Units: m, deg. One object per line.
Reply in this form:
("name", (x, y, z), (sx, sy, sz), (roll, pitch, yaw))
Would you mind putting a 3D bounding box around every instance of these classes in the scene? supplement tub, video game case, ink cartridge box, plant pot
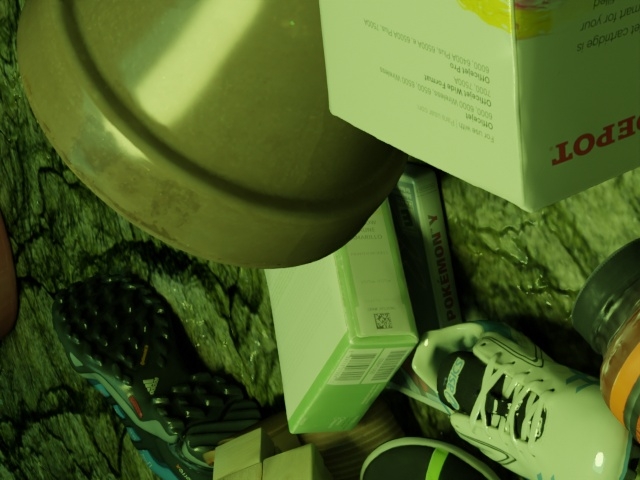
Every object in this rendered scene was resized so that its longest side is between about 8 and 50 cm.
("supplement tub", (0.215, 0.085, 0.847), (0.198, 0.106, 0.106), (48, 147, 33))
("video game case", (0.035, 0.022, 1.224), (0.201, 0.023, 0.183), (18, 125, 56))
("ink cartridge box", (0.105, -0.164, 0.797), (0.168, 0.171, 0.232), (32, 135, 50))
("plant pot", (-0.022, -0.150, 0.994), (0.263, 0.263, 0.229), (59, 135, 19))
("ink cartridge box", (0.000, 0.000, 1.185), (0.171, 0.056, 0.235), (118, 146, -59))

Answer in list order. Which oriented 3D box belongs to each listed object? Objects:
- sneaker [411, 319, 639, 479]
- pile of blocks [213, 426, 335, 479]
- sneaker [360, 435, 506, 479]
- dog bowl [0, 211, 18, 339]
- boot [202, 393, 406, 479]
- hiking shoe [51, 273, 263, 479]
("sneaker", (0.121, 0.103, 1.000), (0.237, 0.086, 0.085), (-152, 74, -71))
("pile of blocks", (-0.063, 0.281, 1.301), (0.112, 0.149, 0.362), (-90, 25, -56))
("sneaker", (0.103, 0.215, 1.126), (0.235, 0.097, 0.084), (37, 115, 32))
("dog bowl", (-0.518, -0.012, 2.085), (0.408, 0.150, 0.408), (41, 143, 41))
("boot", (0.019, 0.241, 1.348), (0.283, 0.109, 0.220), (-20, 95, 56))
("hiking shoe", (-0.169, 0.152, 1.595), (0.304, 0.113, 0.132), (44, 144, 40))
